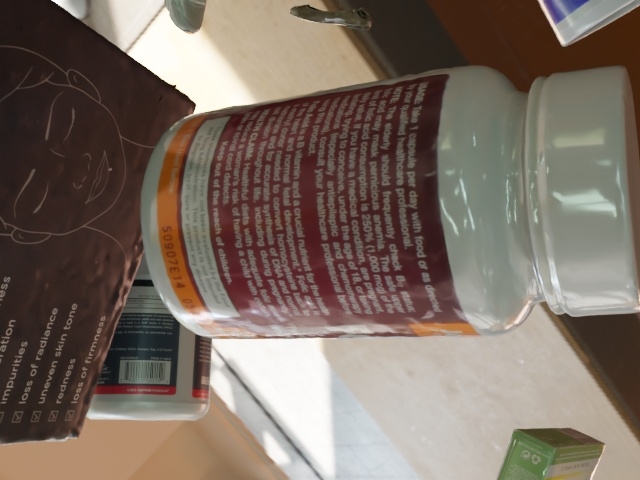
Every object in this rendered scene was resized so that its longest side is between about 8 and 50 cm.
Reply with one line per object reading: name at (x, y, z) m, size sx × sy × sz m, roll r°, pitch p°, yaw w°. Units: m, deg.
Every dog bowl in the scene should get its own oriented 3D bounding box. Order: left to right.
dog bowl at (0.425, -0.379, 1.019) m, size 0.265 × 0.265 × 0.104 m, roll -28°, pitch 92°, yaw 53°

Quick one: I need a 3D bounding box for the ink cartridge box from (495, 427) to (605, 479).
ink cartridge box at (0.229, 0.326, 0.846) m, size 0.056 × 0.235 × 0.171 m, roll 21°, pitch -177°, yaw 38°

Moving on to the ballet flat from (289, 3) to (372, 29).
ballet flat at (0.029, -0.630, 2.087) m, size 0.250 × 0.084 × 0.058 m, roll 17°, pitch 115°, yaw 24°

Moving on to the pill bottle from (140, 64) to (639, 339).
pill bottle at (0.063, -0.026, 0.654) m, size 0.392 × 0.224 × 0.224 m, roll -4°, pitch 124°, yaw 27°

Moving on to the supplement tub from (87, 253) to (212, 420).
supplement tub at (-0.258, 0.133, 1.140) m, size 0.191 × 0.272 × 0.191 m, roll 1°, pitch 166°, yaw 0°

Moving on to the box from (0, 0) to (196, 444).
box at (-0.436, -0.044, 0.807) m, size 0.298 × 0.479 × 0.472 m, roll 17°, pitch 175°, yaw 21°

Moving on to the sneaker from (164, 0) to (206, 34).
sneaker at (-0.283, -0.610, 1.728) m, size 0.121 × 0.099 × 0.262 m, roll 3°, pitch 92°, yaw 38°
